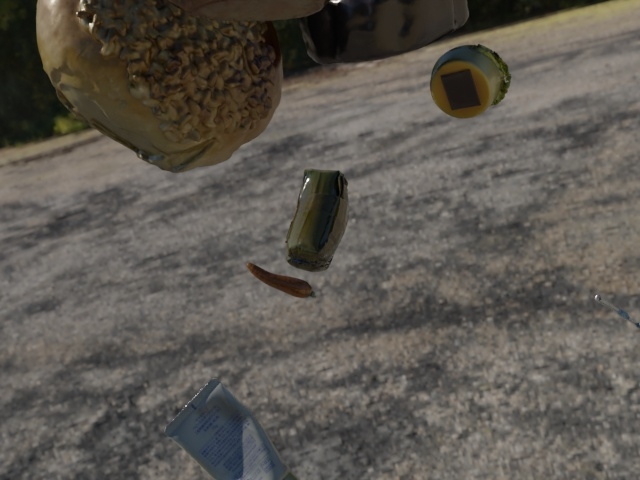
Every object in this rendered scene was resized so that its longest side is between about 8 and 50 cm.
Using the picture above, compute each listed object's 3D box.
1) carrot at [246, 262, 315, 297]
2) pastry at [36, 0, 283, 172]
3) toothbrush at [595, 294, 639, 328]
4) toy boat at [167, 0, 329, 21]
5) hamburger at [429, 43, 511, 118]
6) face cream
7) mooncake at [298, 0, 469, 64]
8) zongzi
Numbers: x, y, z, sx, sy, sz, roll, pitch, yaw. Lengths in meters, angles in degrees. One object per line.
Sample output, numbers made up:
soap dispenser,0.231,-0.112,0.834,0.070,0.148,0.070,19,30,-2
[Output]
carrot,-0.073,0.076,1.672,0.142,0.035,0.035,21,15,-5
pastry,-0.225,-0.308,1.373,0.245,0.409,0.410,-25,4,46
toothbrush,0.532,0.129,1.597,0.162,0.014,0.017,28,-11,-33
toy boat,-0.115,-0.317,1.085,0.293,0.099,0.108,5,-13,5
hamburger,0.262,-0.281,1.582,0.141,0.126,0.081,-25,20,39
face cream,-0.119,0.323,1.360,0.114,0.224,0.070,-46,-6,-6
mooncake,0.099,-0.394,1.490,0.283,0.141,0.283,-11,25,5
zongzi,0.000,0.000,2.125,0.123,0.289,0.260,8,60,9
